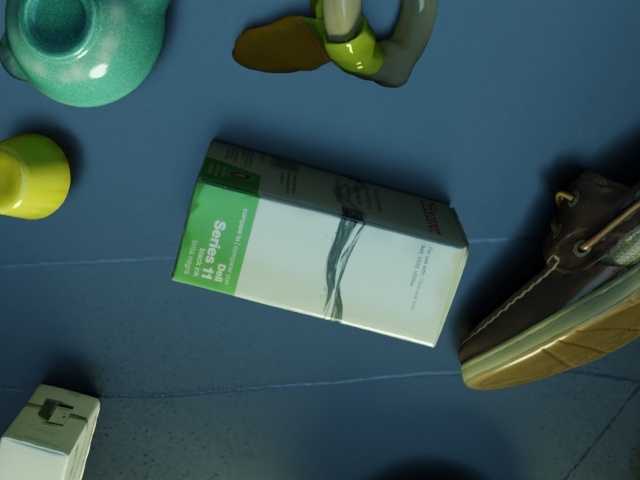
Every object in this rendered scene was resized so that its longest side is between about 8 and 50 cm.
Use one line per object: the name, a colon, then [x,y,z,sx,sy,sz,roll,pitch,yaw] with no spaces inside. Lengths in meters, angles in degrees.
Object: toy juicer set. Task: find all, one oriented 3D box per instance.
toy juicer set: [-0.213,-0.195,1.182,0.209,0.089,0.329,39,104,10]

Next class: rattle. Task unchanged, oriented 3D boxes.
rattle: [0.027,-0.225,1.196,0.130,0.142,0.200,11,88,-35]

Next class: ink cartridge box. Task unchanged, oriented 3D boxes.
ink cartridge box: [0.000,0.000,1.185,0.208,0.153,0.087,15,103,-3]
ink cartridge box: [-0.228,0.187,1.236,0.056,0.135,0.099,16,102,-1]

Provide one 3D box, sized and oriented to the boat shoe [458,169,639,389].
boat shoe: [0.243,-0.002,1.219,0.342,0.123,0.123,-37,66,21]
